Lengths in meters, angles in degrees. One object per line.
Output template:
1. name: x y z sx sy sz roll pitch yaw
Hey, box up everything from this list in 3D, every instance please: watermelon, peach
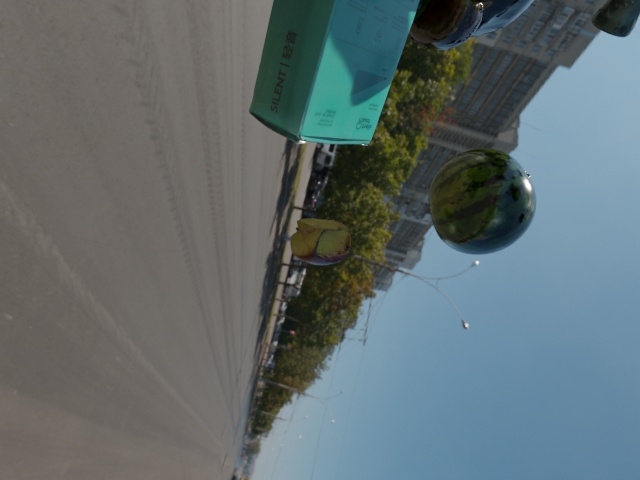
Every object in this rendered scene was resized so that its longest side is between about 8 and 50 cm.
1. watermelon: 0.430 -0.102 1.130 0.285 0.285 0.285 -163 -90 -88
2. peach: 0.000 0.002 1.066 0.118 0.151 0.151 50 44 -42

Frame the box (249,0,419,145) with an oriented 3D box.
1. box: 0.030 -0.310 0.625 0.205 0.118 0.311 -13 128 -49

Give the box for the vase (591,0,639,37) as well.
1. vase: 0.578 -0.475 0.722 0.219 0.096 0.096 110 -4 -47

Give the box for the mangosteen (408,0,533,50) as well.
1. mangosteen: 0.259 -0.564 0.770 0.421 0.381 0.381 -43 160 -45
